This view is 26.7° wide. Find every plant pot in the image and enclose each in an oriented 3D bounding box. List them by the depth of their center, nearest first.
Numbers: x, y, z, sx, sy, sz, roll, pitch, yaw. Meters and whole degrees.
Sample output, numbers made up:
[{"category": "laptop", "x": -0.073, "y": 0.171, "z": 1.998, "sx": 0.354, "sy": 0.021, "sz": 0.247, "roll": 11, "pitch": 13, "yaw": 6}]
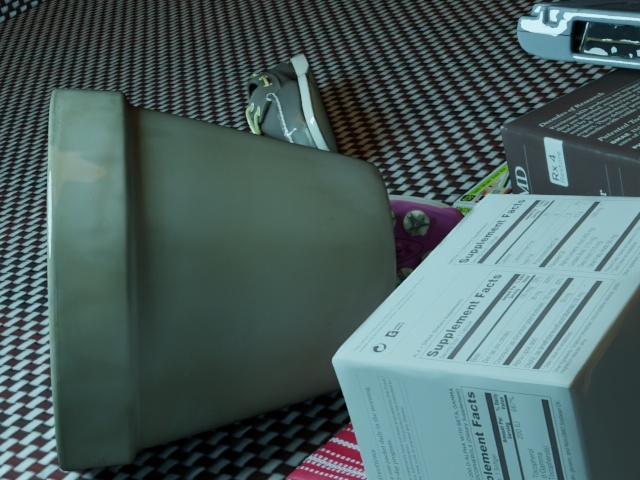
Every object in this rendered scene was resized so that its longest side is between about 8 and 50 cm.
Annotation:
[{"category": "plant pot", "x": -0.088, "y": 0.031, "z": 1.161, "sx": 0.280, "sy": 0.323, "sz": 0.323, "roll": -1, "pitch": 23, "yaw": -8}]

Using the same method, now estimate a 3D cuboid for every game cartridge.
[{"category": "game cartridge", "x": 0.358, "y": -0.188, "z": 1.245, "sx": 0.297, "sy": 0.062, "sz": 0.198, "roll": 12, "pitch": 14, "yaw": 35}]

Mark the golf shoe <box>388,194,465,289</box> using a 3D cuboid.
[{"category": "golf shoe", "x": 0.000, "y": 0.000, "z": 1.354, "sx": 0.306, "sy": 0.115, "sz": 0.140, "roll": -9, "pitch": 22, "yaw": 12}]

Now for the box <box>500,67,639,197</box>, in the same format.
[{"category": "box", "x": 0.297, "y": -0.041, "z": 1.188, "sx": 0.167, "sy": 0.169, "sz": 0.203, "roll": -27, "pitch": 26, "yaw": -25}]

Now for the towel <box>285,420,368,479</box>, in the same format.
[{"category": "towel", "x": 0.128, "y": 0.137, "z": 1.083, "sx": 0.198, "sy": 0.031, "sz": 0.275, "roll": 9, "pitch": 34, "yaw": 43}]

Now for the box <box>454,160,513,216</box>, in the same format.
[{"category": "box", "x": 0.247, "y": -0.066, "z": 1.431, "sx": 0.114, "sy": 0.036, "sz": 0.207, "roll": 8, "pitch": 34, "yaw": 41}]

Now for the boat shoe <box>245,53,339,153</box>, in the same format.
[{"category": "boat shoe", "x": -0.042, "y": -0.159, "z": 1.713, "sx": 0.096, "sy": 0.117, "sz": 0.324, "roll": -20, "pitch": 20, "yaw": 2}]

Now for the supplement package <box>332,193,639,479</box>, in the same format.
[{"category": "supplement package", "x": 0.144, "y": 0.132, "z": 0.802, "sx": 0.145, "sy": 0.262, "sz": 0.204, "roll": 3, "pitch": 30, "yaw": 34}]
